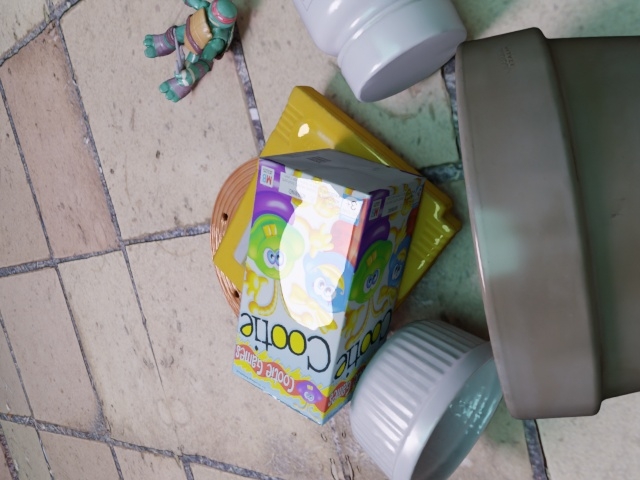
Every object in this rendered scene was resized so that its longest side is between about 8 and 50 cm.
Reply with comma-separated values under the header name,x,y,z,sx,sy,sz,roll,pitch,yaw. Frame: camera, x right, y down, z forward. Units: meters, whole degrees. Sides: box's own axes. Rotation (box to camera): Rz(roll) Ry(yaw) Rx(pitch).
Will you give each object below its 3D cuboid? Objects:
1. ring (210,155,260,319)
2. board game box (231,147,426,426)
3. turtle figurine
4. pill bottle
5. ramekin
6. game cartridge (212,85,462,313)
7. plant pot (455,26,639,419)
name,x,y,z,sx,sy,sz,roll,pitch,yaw
ring,-0.052,0.030,0.819,0.336,0.032,0.336,11,109,33
board game box,0.006,0.046,0.610,0.142,0.144,0.275,22,115,28
turtle figurine,-0.190,-0.308,0.768,0.234,0.118,0.175,-18,78,54
pill bottle,0.035,-0.311,0.568,0.160,0.160,0.283,-30,85,39
ramekin,0.130,0.194,0.625,0.109,0.207,0.207,32,121,36
game cartridge,0.000,0.000,0.718,0.285,0.053,0.323,43,125,18
plant pot,0.276,-0.030,0.406,0.280,0.323,0.323,-10,98,22
